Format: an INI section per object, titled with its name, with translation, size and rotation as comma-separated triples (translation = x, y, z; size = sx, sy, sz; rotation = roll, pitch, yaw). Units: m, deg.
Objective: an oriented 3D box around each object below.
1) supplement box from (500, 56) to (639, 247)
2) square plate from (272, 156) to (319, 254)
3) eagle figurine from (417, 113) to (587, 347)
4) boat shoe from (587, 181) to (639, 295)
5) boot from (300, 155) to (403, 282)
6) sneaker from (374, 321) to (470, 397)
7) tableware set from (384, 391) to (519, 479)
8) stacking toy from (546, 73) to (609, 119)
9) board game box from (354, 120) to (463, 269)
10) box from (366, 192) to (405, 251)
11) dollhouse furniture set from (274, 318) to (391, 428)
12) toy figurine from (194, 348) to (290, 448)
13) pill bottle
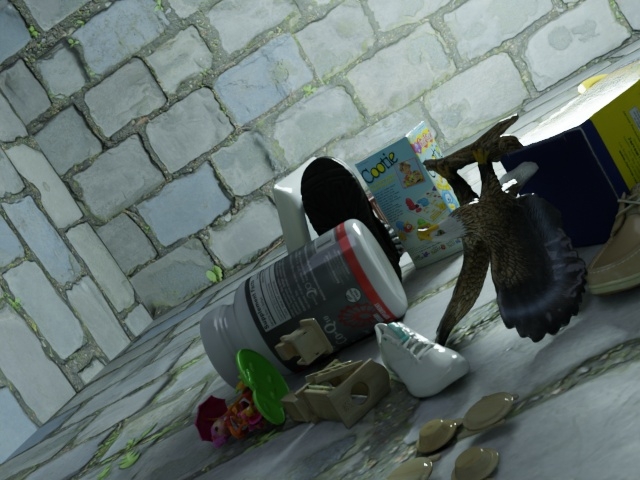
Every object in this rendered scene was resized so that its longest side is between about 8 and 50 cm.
[supplement box]
translation = 0.507, -0.163, 1.188
size = 0.357, 0.195, 0.194
rotation = -35, 8, -24
[square plate]
translation = 0.000, 0.000, 1.671
size = 0.049, 0.347, 0.344
rotation = -11, 14, 17
[eagle figurine]
translation = 0.240, 0.003, 1.050
size = 0.225, 0.298, 0.226
rotation = -15, -8, 7
[boat shoe]
translation = 0.441, -0.033, 0.970
size = 0.302, 0.098, 0.109
rotation = -36, 8, -29
[boot]
translation = 0.075, -0.046, 1.622
size = 0.131, 0.348, 0.260
rotation = -24, 14, 13
[sneaker]
translation = 0.127, 0.157, 1.016
size = 0.080, 0.094, 0.212
rotation = -33, 8, -18
[tableware set]
translation = 0.142, 0.226, 0.788
size = 0.141, 0.020, 0.169
rotation = -28, 9, 37
[stacking toy]
translation = 0.669, -0.244, 1.609
size = 0.309, 0.130, 0.280
rotation = -39, 36, -29
[board game box]
translation = 0.224, -0.101, 1.614
size = 0.144, 0.275, 0.142
rotation = -27, 9, 32
[box]
translation = 0.117, -0.019, 1.913
size = 0.167, 0.168, 0.203
rotation = -36, 9, -27
[dollhouse furniture set]
translation = -0.007, 0.186, 1.104
size = 0.101, 0.161, 0.182
rotation = -36, 9, -29
[toy figurine]
translation = -0.147, 0.300, 1.249
size = 0.159, 0.130, 0.173
rotation = -44, 30, 13
[pill bottle]
translation = -0.034, 0.131, 1.389
size = 0.363, 0.210, 0.210
rotation = -30, 7, 12
